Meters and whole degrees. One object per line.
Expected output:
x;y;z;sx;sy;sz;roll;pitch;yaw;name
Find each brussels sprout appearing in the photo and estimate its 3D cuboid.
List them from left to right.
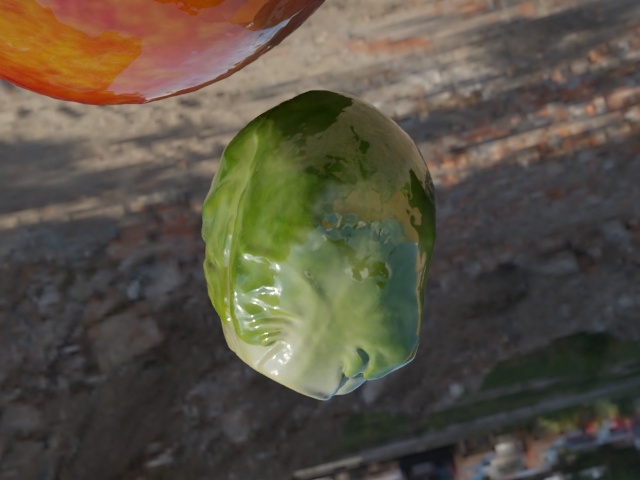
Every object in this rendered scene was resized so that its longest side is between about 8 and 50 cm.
-0.004;-0.002;0.705;0.118;0.155;0.155;21;158;-16;brussels sprout

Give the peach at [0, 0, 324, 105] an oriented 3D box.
-0.112;-0.253;0.845;0.370;0.370;0.370;-13;170;-2;peach
